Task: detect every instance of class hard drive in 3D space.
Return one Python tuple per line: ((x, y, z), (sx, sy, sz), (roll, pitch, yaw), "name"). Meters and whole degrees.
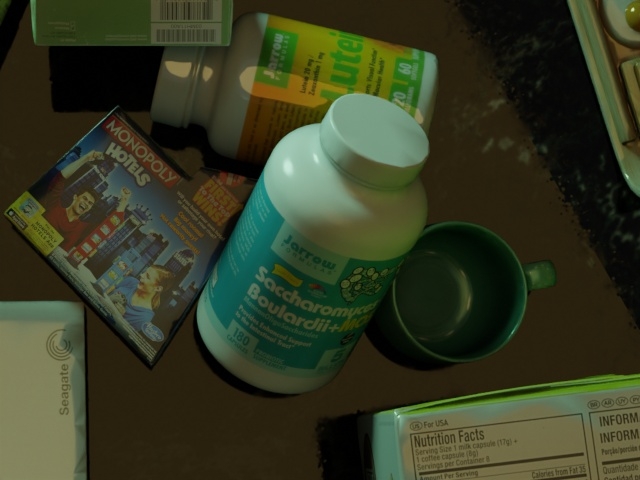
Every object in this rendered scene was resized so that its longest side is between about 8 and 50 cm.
((-0.385, 0.172, 1.666), (0.353, 0.047, 0.233), (0, 84, -15), "hard drive")

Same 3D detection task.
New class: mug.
((0.123, 0.054, 1.723), (0.158, 0.097, 0.129), (23, 79, -14), "mug")

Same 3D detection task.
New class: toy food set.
((0.363, -0.208, 1.779), (0.220, 0.092, 0.306), (-16, 85, -7), "toy food set")

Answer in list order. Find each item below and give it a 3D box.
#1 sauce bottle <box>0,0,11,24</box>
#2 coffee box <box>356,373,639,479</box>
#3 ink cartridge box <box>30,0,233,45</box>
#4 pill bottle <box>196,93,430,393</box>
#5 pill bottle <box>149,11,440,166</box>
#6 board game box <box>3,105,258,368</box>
((-0.334, -0.227, 1.709), (0.111, 0.111, 0.344), (24, 81, -2), "sauce bottle")
((0.225, 0.285, 1.591), (0.338, 0.337, 0.334), (-7, 85, -5), "coffee box")
((-0.171, -0.244, 1.696), (0.171, 0.235, 0.056), (-1, 118, -6), "ink cartridge box")
((0.000, 0.000, 1.631), (0.146, 0.264, 0.146), (17, 39, -14), "pill bottle")
((-0.025, -0.131, 1.712), (0.246, 0.136, 0.136), (13, 83, -4), "pill bottle")
((-0.153, -0.019, 1.728), (0.194, 0.060, 0.194), (-44, 89, -9), "board game box")
